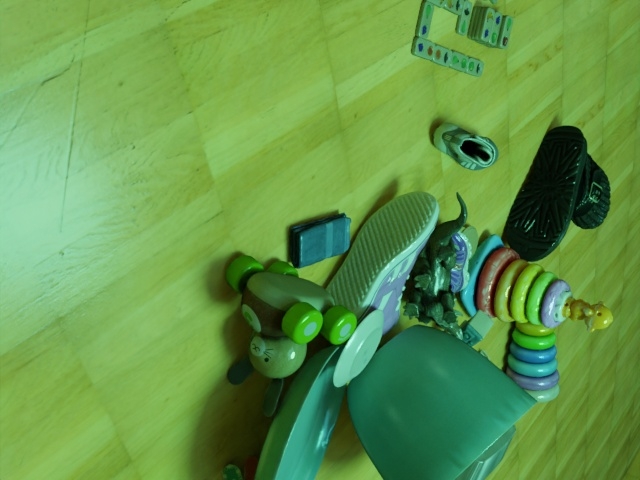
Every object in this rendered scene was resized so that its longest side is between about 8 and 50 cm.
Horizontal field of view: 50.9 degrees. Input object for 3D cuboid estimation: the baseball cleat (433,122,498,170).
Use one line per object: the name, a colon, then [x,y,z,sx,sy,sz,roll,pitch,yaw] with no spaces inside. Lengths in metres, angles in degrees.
baseball cleat: [0.293,-0.159,1.256,0.205,0.109,0.072,7,113,-45]

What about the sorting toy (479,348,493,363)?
sorting toy: [0.379,0.317,1.613,0.083,0.044,0.075,-49,155,-25]

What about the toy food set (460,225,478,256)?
toy food set: [0.302,0.009,1.404,0.083,0.020,0.083,-14,116,-46]

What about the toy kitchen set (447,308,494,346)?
toy kitchen set: [0.333,0.275,1.376,0.122,0.207,0.166,-43,173,-36]

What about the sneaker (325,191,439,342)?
sneaker: [0.115,0.055,1.156,0.282,0.102,0.161,-50,142,-9]

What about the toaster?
toaster: [0.314,0.435,1.460,0.168,0.185,0.110,-23,138,-41]

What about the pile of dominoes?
pile of dominoes: [0.262,-0.398,1.177,0.251,0.040,0.196,-2,107,-49]

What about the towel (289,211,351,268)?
towel: [0.000,0.000,1.044,0.119,0.029,0.067,-19,119,-45]

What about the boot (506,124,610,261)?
boot: [0.583,-0.072,1.610,0.260,0.131,0.348,37,76,-50]

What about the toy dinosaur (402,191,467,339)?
toy dinosaur: [0.209,0.056,1.242,0.160,0.120,0.314,-75,161,-69]

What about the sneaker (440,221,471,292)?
sneaker: [0.255,0.044,1.332,0.071,0.068,0.170,-32,127,-28]

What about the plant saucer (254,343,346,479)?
plant saucer: [-0.031,0.306,1.047,0.317,0.043,0.318,17,90,-75]

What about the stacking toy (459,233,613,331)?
stacking toy: [0.464,0.120,1.415,0.175,0.301,0.166,-59,139,-15]

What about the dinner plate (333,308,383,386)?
dinner plate: [0.066,0.175,1.072,0.141,0.017,0.141,-46,154,-30]

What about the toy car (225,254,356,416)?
toy car: [-0.070,0.142,0.941,0.149,0.155,0.189,11,109,-51]

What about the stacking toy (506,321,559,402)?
stacking toy: [0.542,0.234,1.705,0.141,0.141,0.331,-17,112,-45]

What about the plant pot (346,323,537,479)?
plant pot: [0.187,0.290,1.175,0.293,0.235,0.293,-36,158,-17]

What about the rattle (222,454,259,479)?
rattle: [-0.111,0.452,1.020,0.130,0.142,0.200,31,87,-32]
